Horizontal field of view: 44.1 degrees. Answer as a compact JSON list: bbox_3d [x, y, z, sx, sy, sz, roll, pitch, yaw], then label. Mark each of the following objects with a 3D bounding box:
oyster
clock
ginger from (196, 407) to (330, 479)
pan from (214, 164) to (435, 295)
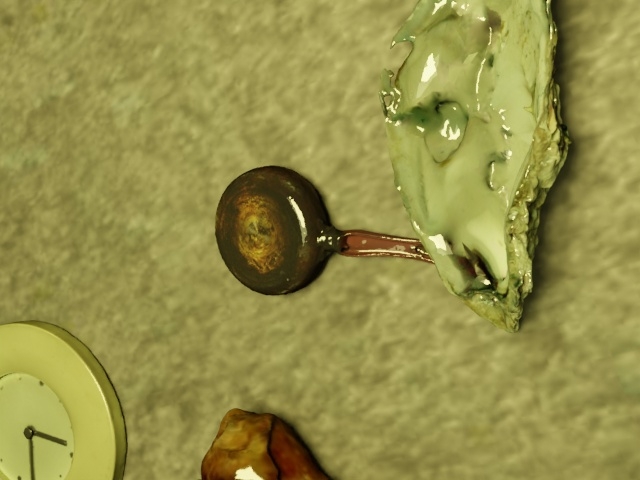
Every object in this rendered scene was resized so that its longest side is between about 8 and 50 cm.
[{"bbox_3d":[0.123,-0.081,0.571,0.199,0.087,0.252,-42,70,32],"label":"oyster"},{"bbox_3d":[-0.304,0.201,0.837,0.235,0.029,0.235,2,96,23],"label":"clock"},{"bbox_3d":[-0.013,0.349,0.602,0.176,0.254,0.418,-25,90,20],"label":"ginger"},{"bbox_3d":[-0.001,0.001,0.665,0.212,0.040,0.115,9,104,25],"label":"pan"}]
